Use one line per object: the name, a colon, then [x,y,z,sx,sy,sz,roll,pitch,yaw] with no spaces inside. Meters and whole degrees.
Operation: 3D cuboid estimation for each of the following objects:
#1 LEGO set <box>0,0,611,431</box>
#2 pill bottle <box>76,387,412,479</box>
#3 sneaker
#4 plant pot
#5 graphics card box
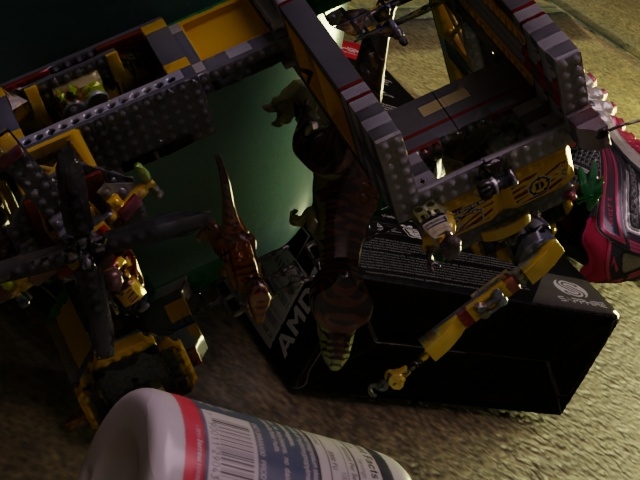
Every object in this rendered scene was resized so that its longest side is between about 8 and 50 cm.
LEGO set: [0.000,0.000,0.829,0.331,0.255,0.192,-19,42,-12]
pill bottle: [-0.015,0.139,0.797,0.180,0.108,0.108,19,24,-23]
sneaker: [0.207,-0.065,1.497,0.112,0.121,0.299,-17,31,-18]
plant pot: [-0.104,-0.118,0.980,0.272,0.255,0.271,-5,33,3]
graphics card box: [0.010,-0.033,1.216,0.233,0.094,0.371,10,28,-38]
